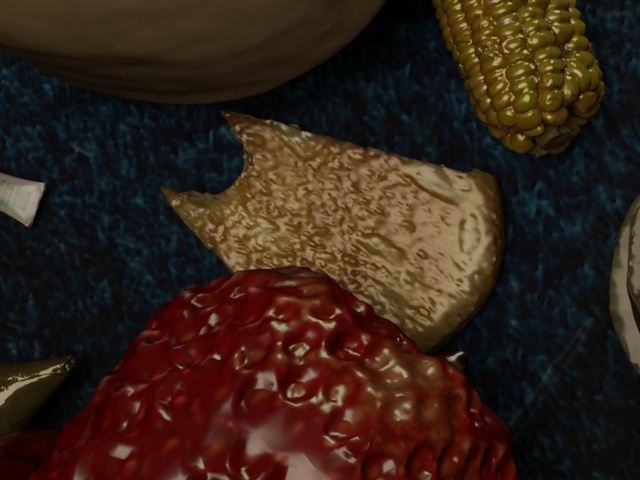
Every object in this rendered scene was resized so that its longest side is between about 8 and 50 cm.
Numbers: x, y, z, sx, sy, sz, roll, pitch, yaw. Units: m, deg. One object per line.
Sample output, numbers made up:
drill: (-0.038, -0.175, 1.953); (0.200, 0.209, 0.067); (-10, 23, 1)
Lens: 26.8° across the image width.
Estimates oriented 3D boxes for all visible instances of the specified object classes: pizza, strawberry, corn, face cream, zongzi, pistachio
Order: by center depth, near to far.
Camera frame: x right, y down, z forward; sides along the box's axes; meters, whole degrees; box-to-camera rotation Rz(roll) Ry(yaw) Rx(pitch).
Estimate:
strawberry: (-0.032, 0.159, 0.817); (0.292, 0.310, 0.291); (1, 93, 22)
pistachio: (-0.120, -0.268, 0.917); (0.445, 0.281, 0.365); (-11, 113, 32)
corn: (0.116, -0.199, 0.930); (0.101, 0.101, 0.291); (-21, 74, 17)
pizza: (0.000, 0.000, 0.978); (0.262, 0.034, 0.181); (23, 92, 18)
zongzi: (-0.263, 0.174, 1.037); (0.176, 0.078, 0.160); (-5, 87, 16)
face cream: (-0.276, -0.046, 1.094); (0.115, 0.020, 0.038); (20, 90, 20)

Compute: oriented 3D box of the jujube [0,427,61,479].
jujube: (-0.231, 0.252, 0.957); (0.250, 0.174, 0.174); (-44, 71, -5)

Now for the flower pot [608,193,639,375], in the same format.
flower pot: (0.269, 0.024, 0.793); (0.212, 0.202, 0.212); (-1, 86, 17)
